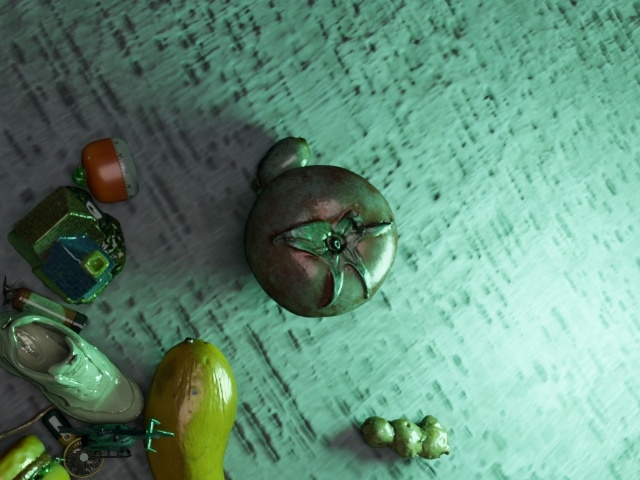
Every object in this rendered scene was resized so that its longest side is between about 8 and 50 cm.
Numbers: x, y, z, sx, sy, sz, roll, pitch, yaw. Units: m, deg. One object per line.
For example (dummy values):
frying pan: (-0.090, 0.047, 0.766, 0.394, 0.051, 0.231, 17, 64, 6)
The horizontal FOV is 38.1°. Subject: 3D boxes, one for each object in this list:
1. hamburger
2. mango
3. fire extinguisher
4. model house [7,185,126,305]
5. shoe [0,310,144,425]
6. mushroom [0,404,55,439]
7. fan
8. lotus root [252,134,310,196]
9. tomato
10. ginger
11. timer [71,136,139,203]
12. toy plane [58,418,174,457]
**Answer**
hamburger: (-0.558, 0.484, 1.692, 0.246, 0.246, 0.170, -43, 88, -16)
mango: (-0.262, 0.372, 1.853, 0.187, 0.144, 0.359, 6, 90, -29)
fire extinguisher: (-0.546, 0.129, 1.816, 0.177, 0.050, 0.062, 29, 97, -16)
model house: (-0.466, 0.007, 1.780, 0.195, 0.189, 0.214, -41, 99, -15)
shoe: (-0.475, 0.244, 1.744, 0.342, 0.210, 0.132, 35, 69, -15)
mushroom: (-0.627, 0.386, 1.790, 0.286, 0.026, 0.028, -34, 114, -20)
fan: (-0.489, 0.396, 1.824, 0.082, 0.039, 0.155, -38, 101, -18)
lotus root: (-0.086, -0.159, 1.981, 0.165, 0.088, 0.088, -46, 102, -6)
tomato: (0.000, 0.000, 1.892, 0.317, 0.282, 0.316, 0, 91, -19)
ginger: (0.185, 0.432, 2.041, 0.204, 0.080, 0.104, 7, 52, -20)
timer: (-0.433, -0.136, 1.850, 0.136, 0.099, 0.136, 1, 78, -7)
toy plane: (-0.379, 0.372, 1.768, 0.235, 0.096, 0.060, -6, 58, 21)
